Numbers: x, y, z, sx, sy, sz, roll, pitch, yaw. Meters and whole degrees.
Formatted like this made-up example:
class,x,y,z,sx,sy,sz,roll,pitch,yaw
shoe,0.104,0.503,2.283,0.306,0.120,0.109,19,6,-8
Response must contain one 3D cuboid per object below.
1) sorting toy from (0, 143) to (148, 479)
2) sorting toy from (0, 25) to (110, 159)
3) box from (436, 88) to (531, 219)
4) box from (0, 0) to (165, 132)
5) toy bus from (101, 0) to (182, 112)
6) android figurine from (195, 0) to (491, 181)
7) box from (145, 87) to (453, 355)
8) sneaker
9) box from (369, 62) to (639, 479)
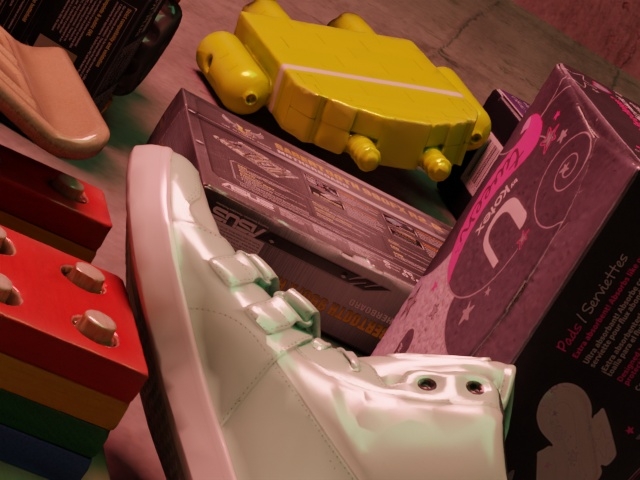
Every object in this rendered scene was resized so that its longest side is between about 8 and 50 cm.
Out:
class,x,y,z,sx,sy,sz,roll,pitch,yaw
sorting toy,-0.200,0.000,0.822,0.255,0.089,0.257,25,17,-22
sorting toy,-0.222,-0.141,0.966,0.229,0.041,0.307,39,4,-22
box,0.225,-0.021,1.646,0.207,0.108,0.153,25,17,-23
box,-0.175,-0.172,1.219,0.147,0.180,0.077,31,16,-1
toy bus,-0.140,-0.211,1.360,0.149,0.220,0.211,35,10,1
android figurine,0.026,-0.124,1.591,0.248,0.056,0.273,6,27,-26
box,0.000,0.000,1.257,0.231,0.056,0.183,26,16,-19
sneaker,0.000,0.056,0.839,0.151,0.094,0.256,-12,56,-12
box,0.119,0.066,0.926,0.142,0.247,0.163,28,16,-17
